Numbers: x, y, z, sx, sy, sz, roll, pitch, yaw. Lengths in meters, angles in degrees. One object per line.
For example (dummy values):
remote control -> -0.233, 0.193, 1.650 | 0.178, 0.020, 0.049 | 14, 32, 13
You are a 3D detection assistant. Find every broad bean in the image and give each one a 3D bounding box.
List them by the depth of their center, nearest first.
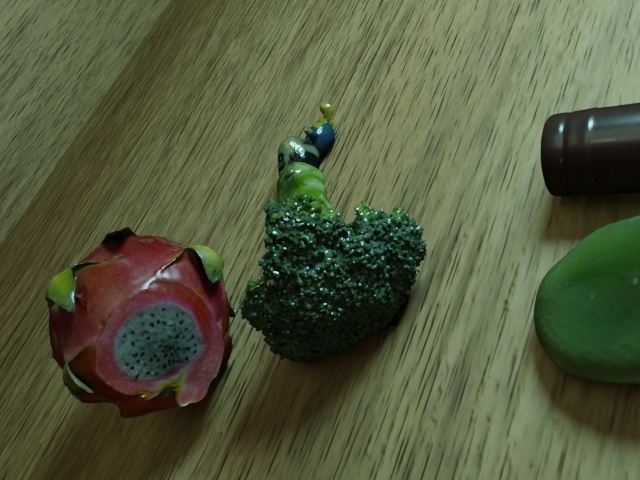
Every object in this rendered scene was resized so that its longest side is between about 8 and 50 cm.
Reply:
broad bean -> 0.315, 0.045, 0.484 | 0.228, 0.100, 0.169 | -42, 35, 9

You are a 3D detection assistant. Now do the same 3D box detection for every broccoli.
broccoli -> 0.004, -0.018, 0.737 | 0.252, 0.222, 0.361 | 121, 155, -46

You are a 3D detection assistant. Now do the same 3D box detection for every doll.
doll -> -0.030, -0.175, 0.947 | 0.089, 0.102, 0.179 | 22, 70, 6

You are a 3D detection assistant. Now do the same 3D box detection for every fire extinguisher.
fire extinguisher -> 0.420, -0.115, 0.510 | 0.344, 0.102, 0.138 | 1, 59, 40

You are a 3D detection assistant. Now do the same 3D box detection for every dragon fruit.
dragon fruit -> -0.258, 0.125, 0.753 | 0.189, 0.291, 0.290 | -9, 52, 60
